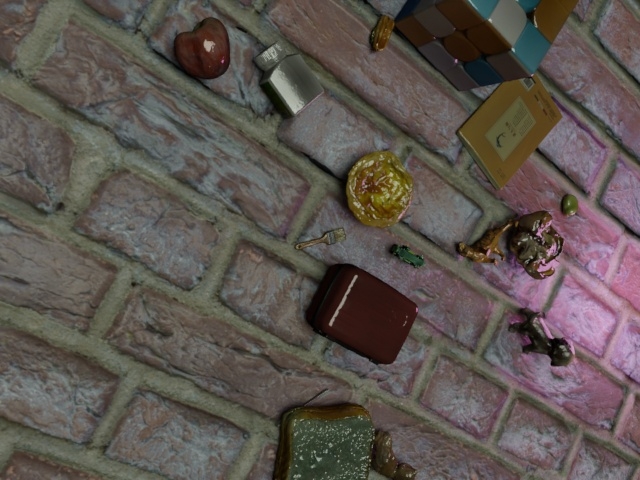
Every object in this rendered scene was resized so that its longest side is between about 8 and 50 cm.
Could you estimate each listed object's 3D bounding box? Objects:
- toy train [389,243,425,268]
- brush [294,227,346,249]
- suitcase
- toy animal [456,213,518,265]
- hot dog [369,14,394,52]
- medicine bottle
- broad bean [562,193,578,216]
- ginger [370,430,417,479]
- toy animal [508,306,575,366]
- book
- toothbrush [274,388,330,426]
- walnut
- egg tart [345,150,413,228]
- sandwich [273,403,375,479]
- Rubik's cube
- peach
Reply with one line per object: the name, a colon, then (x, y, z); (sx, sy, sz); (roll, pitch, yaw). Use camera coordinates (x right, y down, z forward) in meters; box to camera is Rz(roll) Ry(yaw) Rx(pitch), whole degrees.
toy train: (0.277, 0.048, 1.901); (0.122, 0.081, 0.050); (30, 91, -23)
brush: (0.000, 0.000, 1.807); (0.170, 0.014, 0.043); (-16, 103, -21)
suitcase: (0.126, 0.218, 1.801); (0.297, 0.161, 0.236); (32, 81, -23)
toy animal: (0.587, -0.003, 2.045); (0.255, 0.116, 0.114); (-38, 132, -23)
hot dog: (0.184, -0.629, 1.827); (0.056, 0.041, 0.133); (26, 76, -25)
medicine bottle: (-0.097, -0.454, 1.680); (0.132, 0.088, 0.188); (-42, 110, -16)
broad bean: (0.919, -0.128, 2.206); (0.063, 0.045, 0.083); (10, 82, -14)
ginger: (0.245, 0.743, 1.938); (0.290, 0.122, 0.084); (59, 40, -15)
toy animal: (0.787, 0.341, 2.122); (0.121, 0.169, 0.233); (-43, 96, -16)
book: (0.659, -0.398, 2.068); (0.389, 0.032, 0.269); (-46, 109, -15)
toothbrush: (-0.054, 0.509, 1.822); (0.194, 0.017, 0.014); (-30, 110, -20)
walnut: (0.747, 0.011, 2.087); (0.204, 0.141, 0.238); (-9, 103, -41)
egg tart: (0.174, -0.155, 1.824); (0.241, 0.106, 0.241); (-3, 99, -23)
sandwich: (0.018, 0.633, 1.817); (0.301, 0.099, 0.271); (4, 100, -25)
Rubik's cube: (0.498, -0.702, 1.794); (0.344, 0.347, 0.346); (38, 78, -24)
peach: (-0.301, -0.492, 1.569); (0.152, 0.152, 0.152); (-2, 95, -25)
